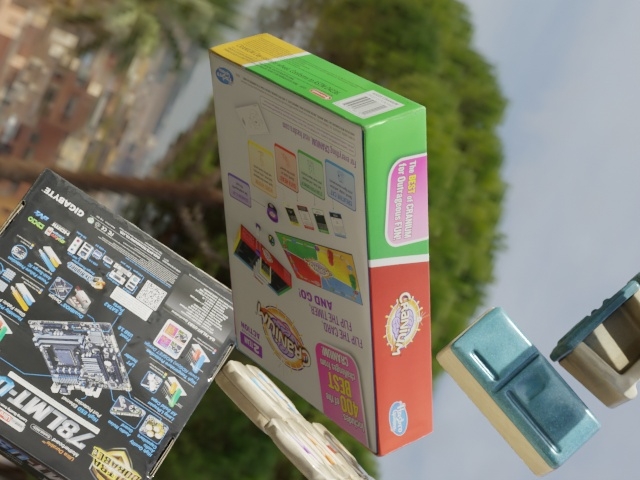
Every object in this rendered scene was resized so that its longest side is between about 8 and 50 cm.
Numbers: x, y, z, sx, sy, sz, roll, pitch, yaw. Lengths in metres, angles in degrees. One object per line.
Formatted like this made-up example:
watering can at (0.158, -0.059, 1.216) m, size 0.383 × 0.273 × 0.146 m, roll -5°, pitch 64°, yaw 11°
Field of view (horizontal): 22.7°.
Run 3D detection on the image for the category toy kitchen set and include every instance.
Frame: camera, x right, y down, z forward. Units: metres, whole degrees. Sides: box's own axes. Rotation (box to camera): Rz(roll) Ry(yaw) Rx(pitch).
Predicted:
toy kitchen set at (0.217, 0.049, 1.162) m, size 0.207 × 0.122 × 0.166 m, roll -39°, pitch 174°, yaw -22°

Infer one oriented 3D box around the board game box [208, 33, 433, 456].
board game box at (0.000, 0.000, 1.415) m, size 0.242 × 0.064 × 0.316 m, roll 32°, pitch -46°, yaw 48°

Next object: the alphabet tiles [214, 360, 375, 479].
alphabet tiles at (0.035, 0.194, 1.122) m, size 0.021 × 0.284 × 0.278 m, roll -45°, pitch 171°, yaw 0°

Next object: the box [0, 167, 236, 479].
box at (-0.267, 0.116, 1.763) m, size 0.293 × 0.296 × 0.073 m, roll -59°, pitch -173°, yaw -27°
